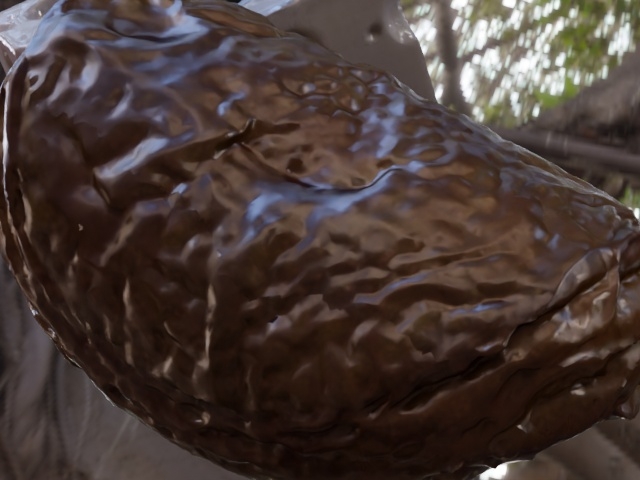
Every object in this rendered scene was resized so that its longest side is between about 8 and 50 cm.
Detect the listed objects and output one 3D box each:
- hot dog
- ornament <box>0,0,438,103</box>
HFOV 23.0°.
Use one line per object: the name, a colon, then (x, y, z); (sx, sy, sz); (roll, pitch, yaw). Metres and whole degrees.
hot dog: (0.000, 0.000, 0.834); (0.387, 0.267, 0.174); (31, -53, 28)
ornament: (-0.068, -0.082, 1.154); (0.239, 0.240, 0.240); (-28, -59, -14)
